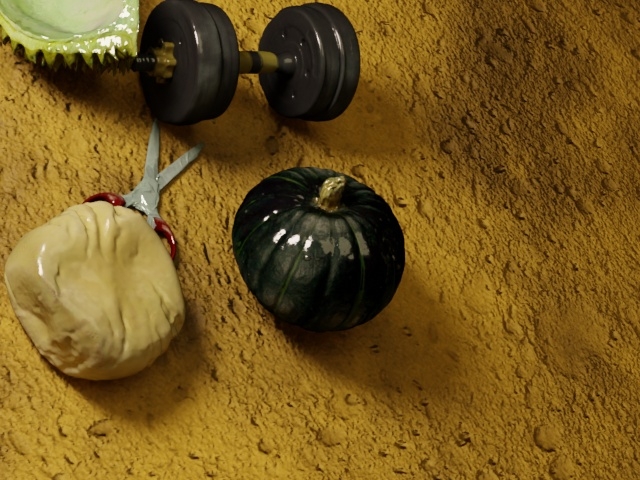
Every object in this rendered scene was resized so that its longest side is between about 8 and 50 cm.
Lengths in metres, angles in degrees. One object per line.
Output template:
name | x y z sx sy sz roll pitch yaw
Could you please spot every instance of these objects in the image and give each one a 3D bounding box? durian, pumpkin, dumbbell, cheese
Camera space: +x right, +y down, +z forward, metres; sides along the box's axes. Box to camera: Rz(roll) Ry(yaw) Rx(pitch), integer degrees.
durian | -0.368 -0.375 1.777 0.163 0.198 0.394 -6 62 -34
pumpkin | 0.000 0.000 1.759 0.250 0.216 0.250 9 35 -6
dumbbell | -0.104 -0.260 1.881 0.388 0.185 0.185 -4 63 -36
cheese | -0.274 0.062 1.609 0.226 0.117 0.214 53 44 2

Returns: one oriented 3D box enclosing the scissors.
scissors | -0.236 -0.074 1.785 0.144 0.017 0.248 31 47 -12
